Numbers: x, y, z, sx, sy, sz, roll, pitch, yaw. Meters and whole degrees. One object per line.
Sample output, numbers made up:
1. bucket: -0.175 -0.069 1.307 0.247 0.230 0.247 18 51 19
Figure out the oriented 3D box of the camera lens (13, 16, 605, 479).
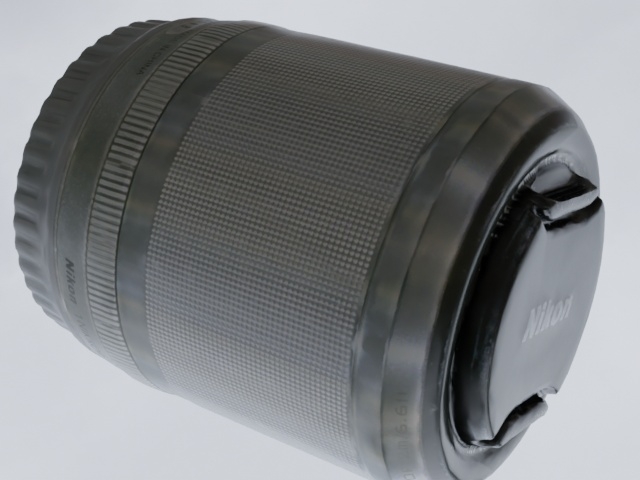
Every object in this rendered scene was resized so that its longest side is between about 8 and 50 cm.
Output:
1. camera lens: 0.000 0.000 0.634 0.274 0.219 0.219 18 -138 28
